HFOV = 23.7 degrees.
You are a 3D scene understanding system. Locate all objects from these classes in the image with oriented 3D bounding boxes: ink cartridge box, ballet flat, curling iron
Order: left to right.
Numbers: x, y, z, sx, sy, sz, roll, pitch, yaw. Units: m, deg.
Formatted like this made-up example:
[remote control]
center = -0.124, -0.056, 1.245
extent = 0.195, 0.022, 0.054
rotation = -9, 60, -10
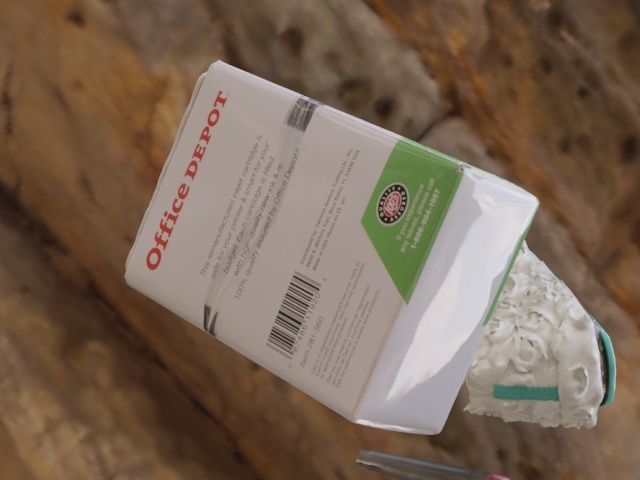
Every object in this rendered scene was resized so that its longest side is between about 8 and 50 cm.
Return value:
[ink cartridge box]
center = 0.000, 0.000, 0.941
extent = 0.219, 0.160, 0.092
rotation = 28, 7, 41
[ballet flat]
center = 0.135, 0.053, 1.332
extent = 0.147, 0.147, 0.409
rotation = 44, 4, -15
[curling iron]
center = 0.162, 0.241, 1.451
extent = 0.274, 0.035, 0.068
rotation = 10, -22, 18
